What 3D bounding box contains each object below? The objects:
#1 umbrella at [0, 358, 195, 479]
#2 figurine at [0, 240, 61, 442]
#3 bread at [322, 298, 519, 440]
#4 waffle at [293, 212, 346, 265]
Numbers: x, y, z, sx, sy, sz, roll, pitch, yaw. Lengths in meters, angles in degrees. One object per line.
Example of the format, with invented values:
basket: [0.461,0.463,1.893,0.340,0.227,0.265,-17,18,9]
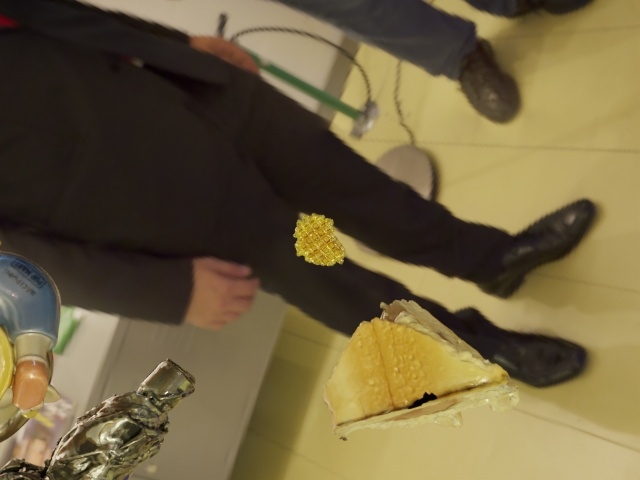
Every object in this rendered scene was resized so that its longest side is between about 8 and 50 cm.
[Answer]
umbrella: [-0.272,0.270,1.210,0.336,0.128,0.154,-40,38,-9]
figurine: [-0.308,0.108,0.916,0.158,0.161,0.275,-50,1,-29]
bread: [0.121,0.211,1.432,0.224,0.183,0.211,35,92,26]
waffle: [-0.002,-0.001,1.560,0.078,0.085,0.016,-2,23,19]
